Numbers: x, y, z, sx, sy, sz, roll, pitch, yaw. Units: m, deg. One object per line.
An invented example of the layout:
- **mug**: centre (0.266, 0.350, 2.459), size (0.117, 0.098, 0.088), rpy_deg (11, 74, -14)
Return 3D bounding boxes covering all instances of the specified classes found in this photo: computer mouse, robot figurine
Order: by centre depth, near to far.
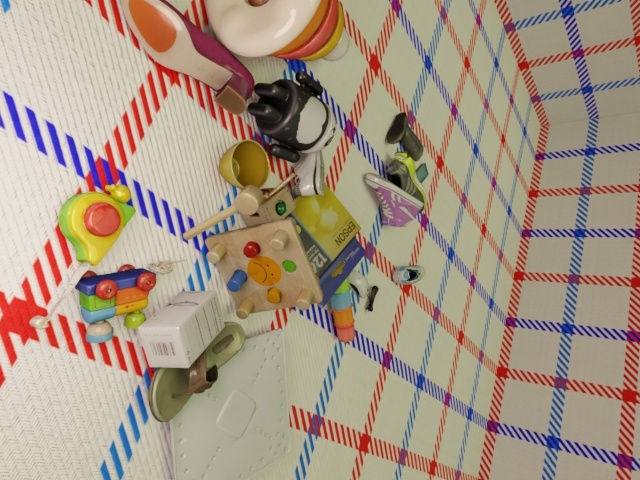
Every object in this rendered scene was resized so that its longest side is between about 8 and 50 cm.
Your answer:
- **robot figurine**: centre (-0.075, -0.360, 1.351), size (0.278, 0.209, 0.173), rpy_deg (17, 42, -49)
- **computer mouse**: centre (0.165, 0.182, 1.747), size (0.193, 0.042, 0.105), rpy_deg (47, 57, -39)

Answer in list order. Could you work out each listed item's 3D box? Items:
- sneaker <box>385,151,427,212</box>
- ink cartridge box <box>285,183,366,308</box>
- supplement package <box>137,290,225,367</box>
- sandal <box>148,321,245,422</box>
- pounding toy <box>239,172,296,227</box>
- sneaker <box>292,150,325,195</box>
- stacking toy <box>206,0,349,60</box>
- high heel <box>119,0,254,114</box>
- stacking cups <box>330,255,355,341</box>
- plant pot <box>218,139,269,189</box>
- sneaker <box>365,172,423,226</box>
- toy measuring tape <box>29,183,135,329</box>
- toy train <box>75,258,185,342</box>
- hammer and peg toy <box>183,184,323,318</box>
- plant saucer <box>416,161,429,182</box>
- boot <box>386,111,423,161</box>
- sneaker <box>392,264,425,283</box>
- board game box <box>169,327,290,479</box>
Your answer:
- **sneaker**: centre (0.350, -0.220, 1.934), size (0.121, 0.111, 0.299), rpy_deg (-46, 124, -20)
- **ink cartridge box**: centre (0.000, 0.000, 1.449), size (0.307, 0.072, 0.303), rpy_deg (48, 50, -8)
- **supplement package**: centre (-0.316, 0.201, 1.076), size (0.179, 0.105, 0.105), rpy_deg (-54, 137, -65)
- **sandal**: centre (-0.283, 0.298, 1.105), size (0.303, 0.086, 0.120), rpy_deg (-43, 121, -41)
- **pounding toy**: centre (-0.140, -0.111, 1.303), size (0.130, 0.141, 0.100), rpy_deg (-47, 124, -39)
- **sneaker**: centre (-0.036, -0.227, 1.458), size (0.235, 0.095, 0.090), rpy_deg (-85, 161, -48)
- **stacking toy**: centre (-0.049, -0.619, 1.309), size (0.480, 0.351, 0.349), rpy_deg (5, 86, -62)
- **high heel**: centre (-0.318, -0.484, 1.150), size (0.377, 0.127, 0.181), rpy_deg (45, 29, -35)
- **stacking cups**: centre (0.074, 0.197, 1.603), size (0.096, 0.096, 0.315), rpy_deg (-31, 115, -46)
- **plant pot**: centre (-0.217, -0.198, 1.246), size (0.134, 0.095, 0.134), rpy_deg (-1, 92, -49)
- **sneaker**: centre (0.264, -0.144, 1.819), size (0.282, 0.102, 0.161), rpy_deg (29, 104, -23)
- **toy measuring tape**: centre (-0.490, 0.007, 0.912), size (0.121, 0.122, 0.329), rpy_deg (50, 54, -38)
- **toy train**: centre (-0.406, 0.130, 1.031), size (0.248, 0.105, 0.143), rpy_deg (-10, 109, -50)
- **hammer and peg toy**: centre (-0.170, 0.030, 1.202), size (0.127, 0.266, 0.361), rpy_deg (-66, 139, -57)
- **plant saucer**: centre (0.438, -0.280, 2.086), size (0.192, 0.018, 0.067), rpy_deg (-47, 125, -39)
- **boot**: centre (0.364, -0.413, 1.966), size (0.189, 0.076, 0.208), rpy_deg (-61, 139, -27)
- **sneaker**: centre (0.400, 0.149, 1.995), size (0.237, 0.086, 0.085), rpy_deg (-3, 91, -51)
- **board game box**: centre (-0.242, 0.470, 1.261), size (0.390, 0.050, 0.389), rpy_deg (-7, 96, -49)
